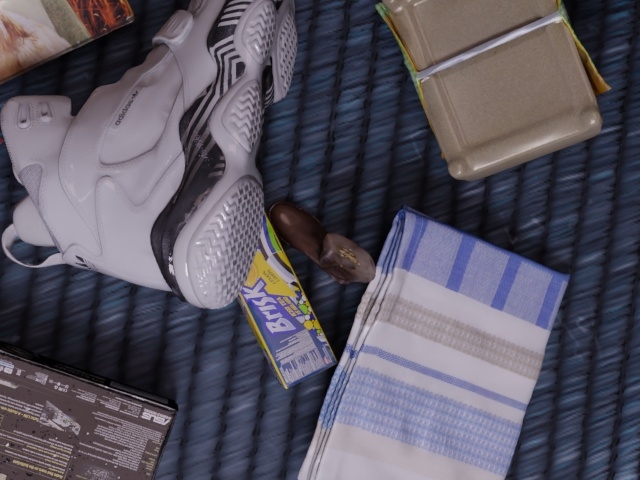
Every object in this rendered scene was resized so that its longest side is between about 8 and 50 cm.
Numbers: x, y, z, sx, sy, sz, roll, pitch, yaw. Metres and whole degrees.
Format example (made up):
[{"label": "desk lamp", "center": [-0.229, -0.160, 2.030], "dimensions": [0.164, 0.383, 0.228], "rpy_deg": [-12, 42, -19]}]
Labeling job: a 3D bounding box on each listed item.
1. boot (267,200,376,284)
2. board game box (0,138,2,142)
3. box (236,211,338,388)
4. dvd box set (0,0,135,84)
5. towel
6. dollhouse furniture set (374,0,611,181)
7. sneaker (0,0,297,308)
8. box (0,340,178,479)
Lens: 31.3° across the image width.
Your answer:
[{"label": "boot", "center": [0.000, 0.000, 1.004], "dimensions": [0.106, 0.114, 0.037], "rpy_deg": [39, 85, -3]}, {"label": "board game box", "center": [-0.369, -0.047, 0.925], "dimensions": [0.147, 0.045, 0.193], "rpy_deg": [34, 122, -15]}, {"label": "box", "center": [-0.048, 0.045, 1.023], "dimensions": [0.054, 0.059, 0.168], "rpy_deg": [-25, 92, -9]}, {"label": "dvd box set", "center": [-0.368, -0.300, 0.892], "dimensions": [0.308, 0.062, 0.420], "rpy_deg": [-27, 121, -9]}, {"label": "towel", "center": [0.107, 0.132, 1.027], "dimensions": [0.209, 0.034, 0.285], "rpy_deg": [22, 84, -26]}, {"label": "dollhouse furniture set", "center": [0.235, -0.195, 1.060], "dimensions": [0.302, 0.151, 0.197], "rpy_deg": [-20, 94, 21]}, {"label": "sneaker", "center": [-0.143, -0.126, 0.970], "dimensions": [0.210, 0.137, 0.365], "rpy_deg": [5, 68, 10]}, {"label": "box", "center": [-0.231, 0.182, 0.984], "dimensions": [0.180, 0.077, 0.147], "rpy_deg": [19, 85, -7]}]
